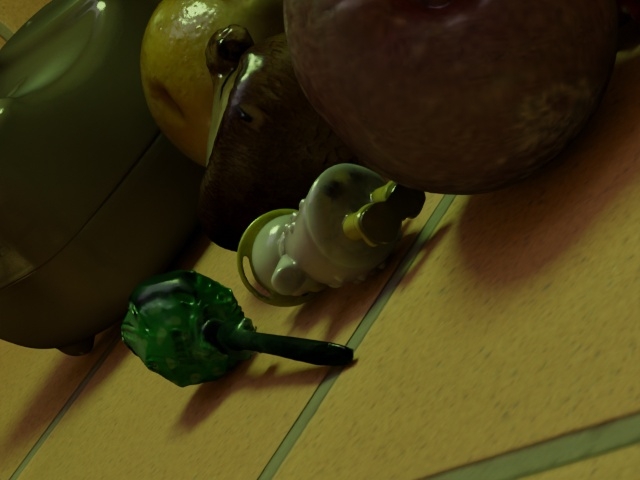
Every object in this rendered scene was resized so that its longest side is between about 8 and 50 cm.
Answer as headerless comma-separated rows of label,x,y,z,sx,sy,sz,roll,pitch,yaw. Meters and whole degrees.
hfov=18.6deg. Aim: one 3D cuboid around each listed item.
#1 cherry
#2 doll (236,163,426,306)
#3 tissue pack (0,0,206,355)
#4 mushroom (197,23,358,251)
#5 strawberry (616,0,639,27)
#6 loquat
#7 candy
cherry,0.082,-0.145,1.238,0.285,0.213,0.236,79,-163,-71
doll,0.000,0.000,1.414,0.129,0.081,0.207,-46,8,-30
tissue pack,-0.242,-0.076,2.020,0.267,0.277,0.387,-28,24,45
mushroom,-0.027,-0.084,1.628,0.231,0.138,0.194,-69,-19,-74
strawberry,0.206,-0.266,1.308,0.234,0.178,0.234,-44,22,23
loquat,-0.071,-0.172,1.869,0.213,0.213,0.213,-45,13,13
candy,-0.055,0.073,1.420,0.097,0.097,0.323,-51,21,-16
